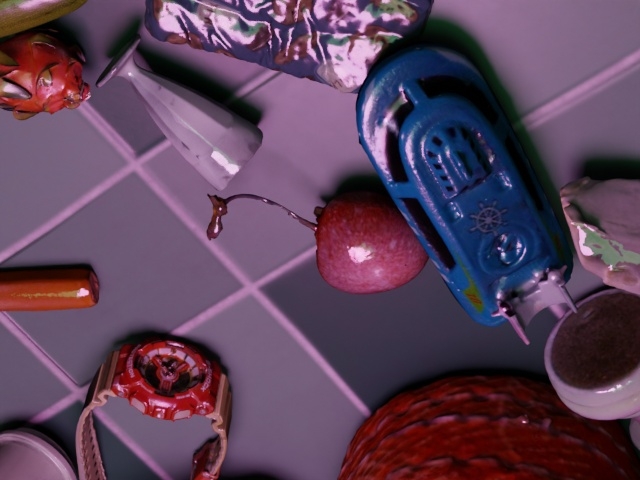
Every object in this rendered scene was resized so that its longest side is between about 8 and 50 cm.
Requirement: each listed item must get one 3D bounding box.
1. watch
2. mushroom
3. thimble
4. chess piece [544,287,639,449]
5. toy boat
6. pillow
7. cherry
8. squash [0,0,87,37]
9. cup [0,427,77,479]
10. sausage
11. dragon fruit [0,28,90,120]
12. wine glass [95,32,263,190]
[{"bbox_3d":[-0.183,0.223,1.597,0.164,0.102,0.268,7,132,1],"label":"watch"},{"bbox_3d":[0.382,0.021,1.381,0.351,0.097,0.109,17,122,-7],"label":"mushroom"},{"bbox_3d":[0.171,0.315,1.520,0.350,0.231,0.350,3,122,5],"label":"thimble"},{"bbox_3d":[0.345,0.178,1.481,0.139,0.139,0.272,-25,127,22],"label":"chess piece"},{"bbox_3d":[0.144,-0.044,1.340,0.134,0.092,0.299,-34,118,-1],"label":"toy boat"},{"bbox_3d":[-0.024,-0.232,1.306,0.255,0.034,0.189,15,126,-4],"label":"pillow"},{"bbox_3d":[0.000,0.000,1.413,0.225,0.090,0.107,5,137,-3],"label":"cherry"},{"bbox_3d":[-0.322,-0.210,1.336,0.252,0.066,0.066,-15,120,17],"label":"squash"},{"bbox_3d":[-0.347,0.286,1.606,0.120,0.141,0.120,17,128,23],"label":"cup"},{"bbox_3d":[-0.297,0.052,1.519,0.131,0.041,0.039,-2,128,9],"label":"sausage"},{"bbox_3d":[-0.276,-0.155,1.358,0.116,0.081,0.086,0,155,13],"label":"dragon fruit"},{"bbox_3d":[-0.133,-0.122,1.370,0.155,0.073,0.073,39,120,-13],"label":"wine glass"}]
